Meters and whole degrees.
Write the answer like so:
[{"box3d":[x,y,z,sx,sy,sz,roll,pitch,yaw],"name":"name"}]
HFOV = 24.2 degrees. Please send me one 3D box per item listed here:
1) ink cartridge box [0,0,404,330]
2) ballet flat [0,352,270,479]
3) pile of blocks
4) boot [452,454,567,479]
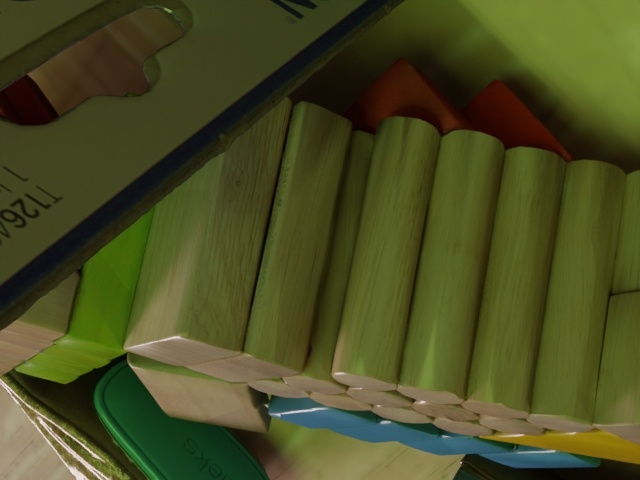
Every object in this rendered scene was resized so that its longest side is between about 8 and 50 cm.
[{"box3d":[-0.160,-0.090,0.404,0.307,0.303,0.072,36,127,6],"name":"ink cartridge box"},{"box3d":[-0.101,0.052,0.590,0.206,0.073,0.067,54,138,-2],"name":"ballet flat"},{"box3d":[0.000,0.000,0.499,0.362,0.112,0.149,10,163,3],"name":"pile of blocks"},{"box3d":[0.086,0.173,0.571,0.106,0.082,0.219,35,131,32],"name":"boot"}]
